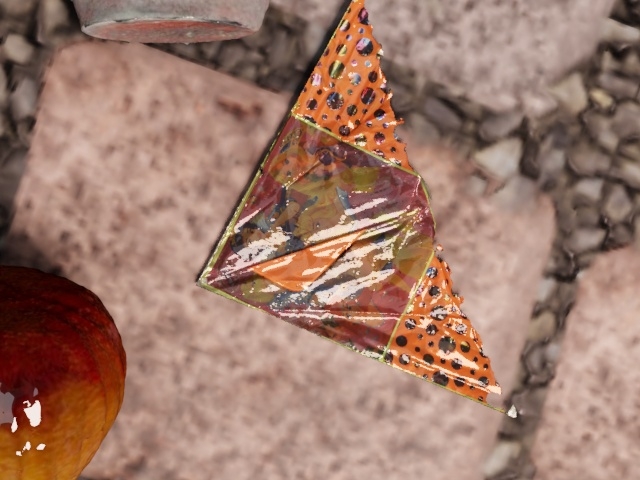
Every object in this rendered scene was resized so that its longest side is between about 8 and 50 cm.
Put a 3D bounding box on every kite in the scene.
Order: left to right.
[{"bbox_3d":[0.000,0.000,0.544,0.125,0.008,0.222,-19,93,-5],"label":"kite"}]

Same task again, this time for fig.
[{"bbox_3d":[-0.138,0.074,0.500,0.119,0.153,0.119,-3,55,5],"label":"fig"}]

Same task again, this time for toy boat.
[{"bbox_3d":[-0.072,-0.153,0.526,0.096,0.034,0.122,-2,83,-6],"label":"toy boat"}]
